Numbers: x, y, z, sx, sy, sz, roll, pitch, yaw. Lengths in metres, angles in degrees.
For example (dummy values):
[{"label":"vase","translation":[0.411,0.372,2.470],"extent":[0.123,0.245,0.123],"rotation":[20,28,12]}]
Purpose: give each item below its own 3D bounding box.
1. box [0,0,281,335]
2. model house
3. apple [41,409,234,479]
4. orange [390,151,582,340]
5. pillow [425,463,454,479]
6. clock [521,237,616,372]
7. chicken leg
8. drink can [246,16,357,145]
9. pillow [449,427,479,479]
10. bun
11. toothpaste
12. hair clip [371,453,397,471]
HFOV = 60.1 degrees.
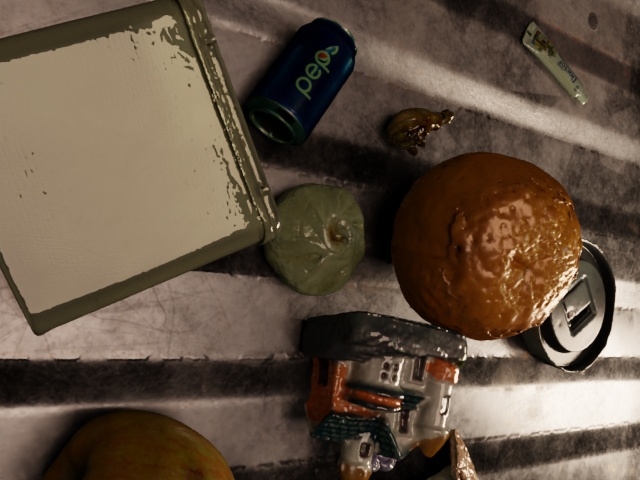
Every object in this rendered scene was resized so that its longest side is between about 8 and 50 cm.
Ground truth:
[{"label":"box","translation":[-0.274,-0.106,0.730],"extent":[0.343,0.177,0.352],"rotation":[-26,105,-28]},{"label":"model house","translation":[0.102,0.289,0.947],"extent":[0.271,0.190,0.301],"rotation":[19,74,-31]},{"label":"apple","translation":[-0.246,0.354,0.718],"extent":[0.264,0.264,0.265],"rotation":[-1,92,-32]},{"label":"orange","translation":[0.288,0.005,1.020],"extent":[0.340,0.293,0.341],"rotation":[-6,108,-20]},{"label":"pillow","translation":[0.238,0.594,1.128],"extent":[0.144,0.078,0.254],"rotation":[0,91,-51]},{"label":"clock","translation":[0.608,0.156,1.354],"extent":[0.324,0.067,0.326],"rotation":[-1,92,-33]},{"label":"chicken leg","translation":[0.204,-0.222,1.095],"extent":[0.178,0.070,0.093],"rotation":[-27,112,-39]},{"label":"drink can","translation":[-0.027,-0.262,0.912],"extent":[0.118,0.118,0.205],"rotation":[40,72,-27]},{"label":"pillow","translation":[0.315,0.524,1.166],"extent":[0.126,0.043,0.233],"rotation":[-63,133,-67]},{"label":"bun","translation":[0.000,0.000,0.939],"extent":[0.195,0.118,0.196],"rotation":[-4,96,-34]},{"label":"toothpaste","translation":[0.569,-0.416,1.333],"extent":[0.255,0.037,0.067],"rotation":[37,72,-23]},{"label":"hair clip","translation":[0.115,0.374,1.067],"extent":[0.124,0.052,0.195],"rotation":[51,61,-11]}]
